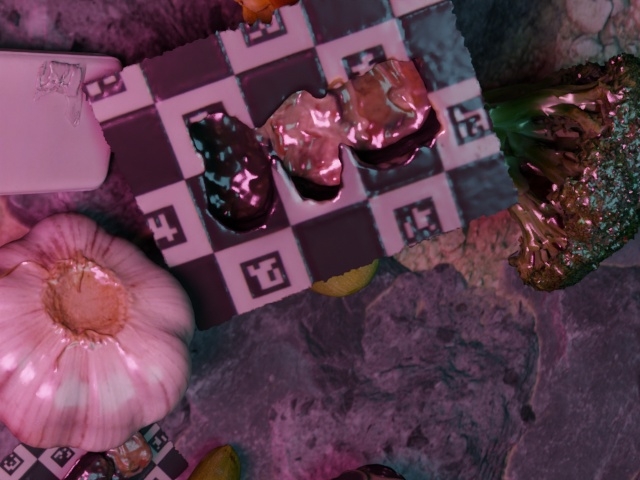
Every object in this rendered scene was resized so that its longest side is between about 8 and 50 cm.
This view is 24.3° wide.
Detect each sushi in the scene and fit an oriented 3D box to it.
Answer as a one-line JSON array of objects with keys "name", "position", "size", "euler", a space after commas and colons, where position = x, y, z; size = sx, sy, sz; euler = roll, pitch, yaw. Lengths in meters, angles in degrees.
[{"name": "sushi", "position": [-0.017, -0.113, 1.555], "size": [0.373, 0.100, 0.296], "euler": [-22, 112, 2]}, {"name": "sushi", "position": [-0.253, 0.275, 1.647], "size": [0.215, 0.050, 0.192], "euler": [-44, 127, -17]}]

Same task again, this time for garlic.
[{"name": "garlic", "position": [-0.257, 0.126, 1.525], "size": [0.245, 0.245, 0.253], "euler": [-19, 153, -31]}]

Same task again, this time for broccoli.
[{"name": "broccoli", "position": [0.292, -0.093, 1.793], "size": [0.275, 0.308, 0.308], "euler": [7, 103, -9]}]

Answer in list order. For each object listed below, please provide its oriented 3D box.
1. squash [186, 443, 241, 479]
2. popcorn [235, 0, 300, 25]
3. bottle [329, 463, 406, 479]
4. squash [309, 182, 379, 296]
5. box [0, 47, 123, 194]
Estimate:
[{"name": "squash", "position": [-0.170, 0.352, 1.728], "size": [0.258, 0.069, 0.069], "euler": [-53, 129, -8]}, {"name": "popcorn", "position": [0.000, -0.310, 1.546], "size": [0.218, 0.169, 0.189], "euler": [-18, 111, -11]}, {"name": "bottle", "position": [-0.007, 0.428, 1.820], "size": [0.347, 0.168, 0.168], "euler": [-47, 128, -19]}, {"name": "squash", "position": [0.000, 0.000, 1.698], "size": [0.123, 0.123, 0.187], "euler": [-51, 134, -11]}, {"name": "box", "position": [-0.299, -0.113, 1.428], "size": [0.285, 0.044, 0.142], "euler": [-6, 109, -55]}]
